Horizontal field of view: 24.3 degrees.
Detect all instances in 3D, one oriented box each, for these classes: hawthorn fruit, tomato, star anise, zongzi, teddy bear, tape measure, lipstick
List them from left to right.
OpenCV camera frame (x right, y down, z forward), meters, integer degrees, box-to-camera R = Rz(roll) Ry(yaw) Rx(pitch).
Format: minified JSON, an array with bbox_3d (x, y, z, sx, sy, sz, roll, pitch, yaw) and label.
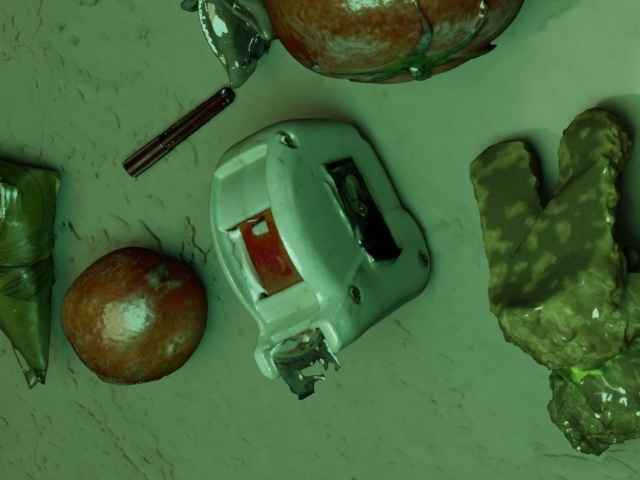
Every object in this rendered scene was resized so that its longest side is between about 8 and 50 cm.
[{"bbox_3d":[-0.451,0.022,1.899,0.260,0.123,0.289,16,116,28],"label":"zongzi"},{"bbox_3d":[-0.219,0.086,1.768,0.173,0.173,0.172,8,108,26],"label":"hawthorn fruit"},{"bbox_3d":[-0.166,-0.129,1.756,0.176,0.027,0.027,-33,88,30],"label":"lipstick"},{"bbox_3d":[-0.082,-0.302,1.610,0.198,0.111,0.257,-13,82,55],"label":"star anise"},{"bbox_3d":[0.000,0.000,1.569,0.130,0.258,0.265,-24,93,33],"label":"tape measure"},{"bbox_3d":[0.069,-0.279,1.452,0.265,0.265,0.264,8,108,26],"label":"tomato"},{"bbox_3d":[0.282,0.043,1.514,0.246,0.222,0.296,-19,52,37],"label":"teddy bear"}]
